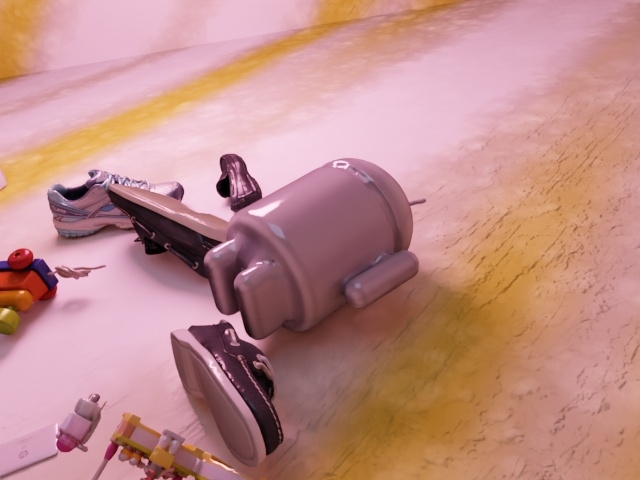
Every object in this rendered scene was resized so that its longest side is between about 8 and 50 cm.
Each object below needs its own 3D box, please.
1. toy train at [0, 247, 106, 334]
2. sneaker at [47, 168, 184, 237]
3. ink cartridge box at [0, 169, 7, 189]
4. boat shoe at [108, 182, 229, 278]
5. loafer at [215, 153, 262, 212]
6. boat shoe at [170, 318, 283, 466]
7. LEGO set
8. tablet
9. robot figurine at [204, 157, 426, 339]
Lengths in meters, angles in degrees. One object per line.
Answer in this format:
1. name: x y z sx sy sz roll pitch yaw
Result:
1. toy train: -0.504 0.096 0.918 0.248 0.105 0.143 -4 45 9
2. sneaker: -0.434 -0.091 1.146 0.283 0.122 0.110 -14 34 -6
3. ink cartridge box: -0.939 -0.102 1.358 0.189 0.066 0.232 -2 30 12
4. boat shoe: -0.291 -0.019 1.018 0.340 0.112 0.127 21 9 27
5. loafer: -0.191 -0.128 1.179 0.078 0.076 0.223 -13 37 -19
6. boat shoe: -0.104 0.161 0.657 0.091 0.114 0.303 -15 20 -26
7. LEGO set: -0.143 0.270 0.562 0.287 0.132 0.107 25 63 3
8. tablet: -0.382 0.271 0.702 0.083 0.006 0.054 -20 35 -14
9. robot figurine: 0.000 0.000 0.828 0.354 0.199 0.300 -32 48 -30
